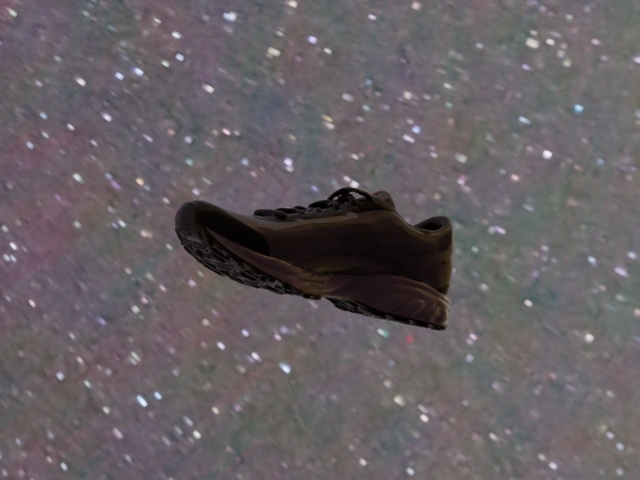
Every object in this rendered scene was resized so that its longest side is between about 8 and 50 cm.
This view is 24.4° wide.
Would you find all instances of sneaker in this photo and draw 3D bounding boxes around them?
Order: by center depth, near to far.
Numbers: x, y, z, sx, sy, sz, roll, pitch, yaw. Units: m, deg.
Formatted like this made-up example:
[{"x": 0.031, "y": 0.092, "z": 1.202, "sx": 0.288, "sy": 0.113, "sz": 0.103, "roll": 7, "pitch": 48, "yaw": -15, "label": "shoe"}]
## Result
[{"x": 0.000, "y": 0.000, "z": 1.233, "sx": 0.271, "sy": 0.100, "sz": 0.108, "roll": 14, "pitch": -92, "yaw": -33, "label": "sneaker"}]
